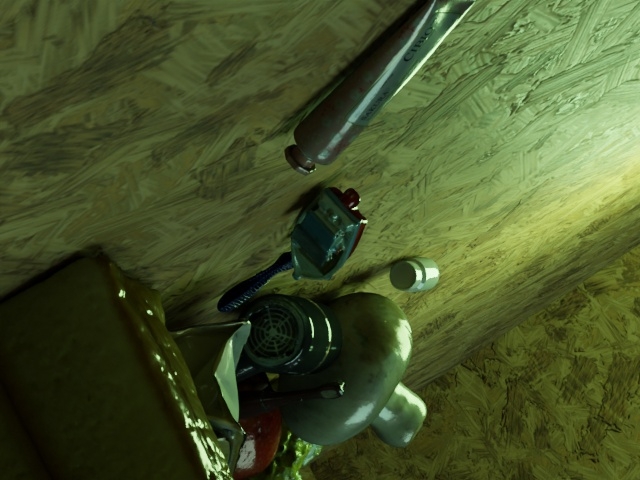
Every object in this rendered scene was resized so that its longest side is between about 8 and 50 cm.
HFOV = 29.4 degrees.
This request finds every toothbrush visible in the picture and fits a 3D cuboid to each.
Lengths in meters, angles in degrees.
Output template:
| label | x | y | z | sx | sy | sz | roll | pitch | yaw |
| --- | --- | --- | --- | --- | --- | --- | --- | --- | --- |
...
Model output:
| label | x | y | z | sx | sy | sz | roll | pitch | yaw |
| --- | --- | --- | --- | --- | --- | --- | --- | --- | --- |
| toothbrush | -0.123 | 0.232 | 1.708 | 0.364 | 0.041 | 0.041 | -14 | 176 | 31 |

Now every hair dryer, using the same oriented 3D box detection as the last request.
| label | x | y | z | sx | sy | sz | roll | pitch | yaw |
| --- | --- | --- | --- | --- | --- | --- | --- | --- | --- |
| hair dryer | -0.150 | 0.178 | 1.609 | 0.352 | 0.107 | 0.189 | -26 | 168 | 9 |

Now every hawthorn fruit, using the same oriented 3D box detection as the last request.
| label | x | y | z | sx | sy | sz | roll | pitch | yaw |
| --- | --- | --- | --- | --- | --- | --- | --- | --- | --- |
| hawthorn fruit | -0.134 | 0.269 | 1.831 | 0.173 | 0.173 | 0.179 | -1 | 111 | -64 |

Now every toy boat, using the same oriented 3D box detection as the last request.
| label | x | y | z | sx | sy | sz | roll | pitch | yaw |
| --- | --- | --- | --- | --- | --- | --- | --- | --- | --- |
| toy boat | 0.000 | 0.000 | 1.301 | 0.059 | 0.069 | 0.173 | -40 | 171 | -25 |

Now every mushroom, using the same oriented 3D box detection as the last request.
| label | x | y | z | sx | sy | sz | roll | pitch | yaw |
| --- | --- | --- | --- | --- | --- | --- | --- | --- | --- |
| mushroom | 0.061 | 0.205 | 1.783 | 0.243 | 0.243 | 0.243 | -28 | 167 | -7 |

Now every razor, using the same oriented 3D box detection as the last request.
| label | x | y | z | sx | sy | sz | roll | pitch | yaw |
| --- | --- | --- | --- | --- | --- | --- | --- | --- | --- |
| razor | -0.058 | 0.040 | 1.420 | 0.155 | 0.044 | 0.028 | -33 | -167 | 23 |

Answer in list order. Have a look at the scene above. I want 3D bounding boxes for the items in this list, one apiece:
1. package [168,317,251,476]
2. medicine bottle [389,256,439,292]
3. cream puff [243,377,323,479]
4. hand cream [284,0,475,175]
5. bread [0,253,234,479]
| label | x | y | z | sx | sy | sz | roll | pitch | yaw |
| --- | --- | --- | --- | --- | --- | --- | --- | --- | --- |
| package | -0.175 | 0.235 | 1.395 | 0.221 | 0.165 | 0.311 | -12 | 155 | -16 |
| medicine bottle | 0.140 | 0.051 | 1.824 | 0.052 | 0.052 | 0.089 | -35 | 166 | 23 |
| cream puff | -0.093 | 0.346 | 2.136 | 0.282 | 0.185 | 0.282 | -50 | -172 | 9 |
| hand cream | 0.047 | -0.130 | 0.997 | 0.210 | 0.043 | 0.067 | -44 | 161 | 30 |
| bread | -0.196 | 0.226 | 1.103 | 0.233 | 0.361 | 0.245 | -30 | 165 | -1 |
